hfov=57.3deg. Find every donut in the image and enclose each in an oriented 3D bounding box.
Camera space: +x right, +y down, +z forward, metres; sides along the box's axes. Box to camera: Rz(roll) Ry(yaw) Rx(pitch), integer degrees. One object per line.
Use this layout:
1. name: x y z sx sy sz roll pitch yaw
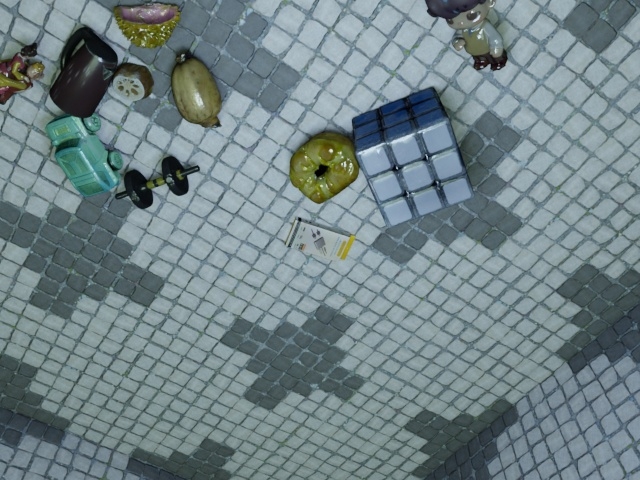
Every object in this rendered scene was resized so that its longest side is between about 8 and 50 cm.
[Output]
1. donut: 0.014 -0.253 1.979 0.208 0.128 0.261 46 133 -16

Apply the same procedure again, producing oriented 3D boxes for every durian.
1. durian: -0.528 -0.657 1.773 0.183 0.165 0.132 3 92 -29

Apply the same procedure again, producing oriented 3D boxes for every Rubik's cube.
1. Rubik's cube: 0.291 -0.271 1.902 0.305 0.301 0.303 -21 121 14

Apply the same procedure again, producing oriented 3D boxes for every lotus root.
1. lotus root: -0.403 -0.468 1.875 0.155 0.140 0.256 4 121 46
2. lotus root: -0.605 -0.503 1.888 0.122 0.081 0.112 9 129 -6

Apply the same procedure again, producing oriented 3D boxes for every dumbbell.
1. dumbbell: -0.569 -0.201 2.034 0.326 0.143 0.143 -18 120 10

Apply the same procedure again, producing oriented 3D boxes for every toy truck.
1. toy truck: -0.787 -0.290 1.956 0.155 0.156 0.278 -13 121 19

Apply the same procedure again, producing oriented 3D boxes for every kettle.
1. kettle: -0.736 -0.531 1.833 0.232 0.144 0.202 -43 71 28

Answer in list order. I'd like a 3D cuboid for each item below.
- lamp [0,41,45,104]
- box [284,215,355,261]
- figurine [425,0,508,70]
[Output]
1. lamp: -0.951 -0.527 1.846 0.253 0.118 0.118 -26 119 16
2. box: 0.000 0.000 2.229 0.248 0.033 0.129 17 120 -10
3. figurine: 0.426 -0.655 1.727 0.206 0.218 0.364 -32 125 -12
